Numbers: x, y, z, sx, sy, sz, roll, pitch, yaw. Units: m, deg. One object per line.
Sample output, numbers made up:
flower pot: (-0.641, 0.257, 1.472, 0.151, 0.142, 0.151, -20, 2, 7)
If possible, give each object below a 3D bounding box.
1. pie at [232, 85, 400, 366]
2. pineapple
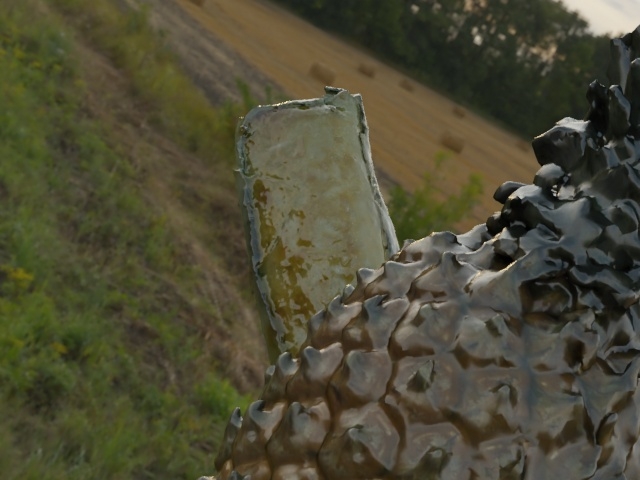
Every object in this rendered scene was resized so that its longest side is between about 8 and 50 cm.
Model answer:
pie: (0.000, 0.000, 0.810, 0.129, 0.282, 0.068, -10, -18, 1)
pineapple: (0.097, 0.055, 0.464, 0.202, 0.362, 0.202, 34, 7, -5)
